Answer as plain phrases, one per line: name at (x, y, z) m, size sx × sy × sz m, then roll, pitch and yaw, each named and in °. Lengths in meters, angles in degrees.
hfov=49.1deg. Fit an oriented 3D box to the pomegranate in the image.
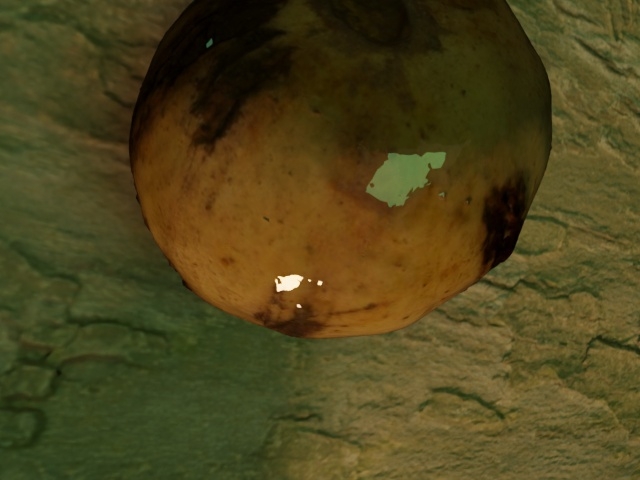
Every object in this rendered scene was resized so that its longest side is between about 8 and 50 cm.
pomegranate at (0.015, -0.077, 0.540) m, size 0.322 × 0.322 × 0.322 m, roll -10°, pitch 107°, yaw -34°
